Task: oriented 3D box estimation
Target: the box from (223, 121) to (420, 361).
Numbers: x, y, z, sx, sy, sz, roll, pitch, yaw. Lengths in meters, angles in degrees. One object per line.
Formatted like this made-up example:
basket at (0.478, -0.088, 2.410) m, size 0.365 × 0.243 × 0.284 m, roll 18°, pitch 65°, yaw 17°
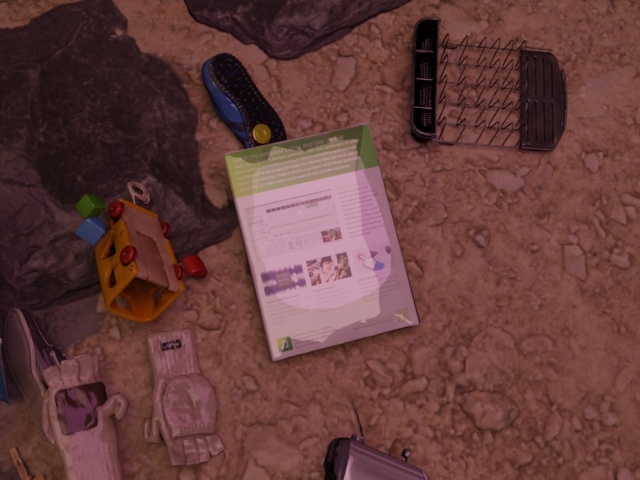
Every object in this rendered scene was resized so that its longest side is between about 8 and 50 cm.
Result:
box at (0.000, 0.000, 1.153) m, size 0.232 × 0.058 × 0.322 m, roll -13°, pitch 87°, yaw -8°

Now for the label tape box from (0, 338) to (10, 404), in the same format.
label tape box at (-0.525, 0.045, 1.018) m, size 0.347 × 0.249 × 0.115 m, roll 35°, pitch 57°, yaw 3°

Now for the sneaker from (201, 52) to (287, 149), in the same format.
sneaker at (-0.122, -0.200, 1.218) m, size 0.069 × 0.082 × 0.209 m, roll -36°, pitch 99°, yaw -25°

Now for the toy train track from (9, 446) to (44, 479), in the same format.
toy train track at (-0.422, 0.334, 1.083) m, size 0.048 × 0.014 × 0.083 m, roll -31°, pitch 75°, yaw -4°

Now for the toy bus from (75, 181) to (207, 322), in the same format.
toy bus at (-0.281, 0.025, 1.119) m, size 0.191 × 0.202 × 0.104 m, roll 46°, pitch 108°, yaw 0°

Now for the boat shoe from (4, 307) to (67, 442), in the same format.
boat shoe at (-0.402, 0.191, 1.107) m, size 0.065 × 0.075 × 0.206 m, roll -7°, pitch 65°, yaw -50°

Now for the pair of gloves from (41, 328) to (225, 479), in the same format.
pair of gloves at (-0.266, 0.245, 1.073) m, size 0.240 × 0.042 × 0.204 m, roll -15°, pitch 74°, yaw -30°

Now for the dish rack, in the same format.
dish rack at (0.278, -0.248, 1.247) m, size 0.271 × 0.074 × 0.208 m, roll 5°, pitch 77°, yaw -3°

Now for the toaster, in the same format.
toaster at (0.062, 0.391, 1.046) m, size 0.146 × 0.129 × 0.227 m, roll 17°, pitch 74°, yaw -2°
